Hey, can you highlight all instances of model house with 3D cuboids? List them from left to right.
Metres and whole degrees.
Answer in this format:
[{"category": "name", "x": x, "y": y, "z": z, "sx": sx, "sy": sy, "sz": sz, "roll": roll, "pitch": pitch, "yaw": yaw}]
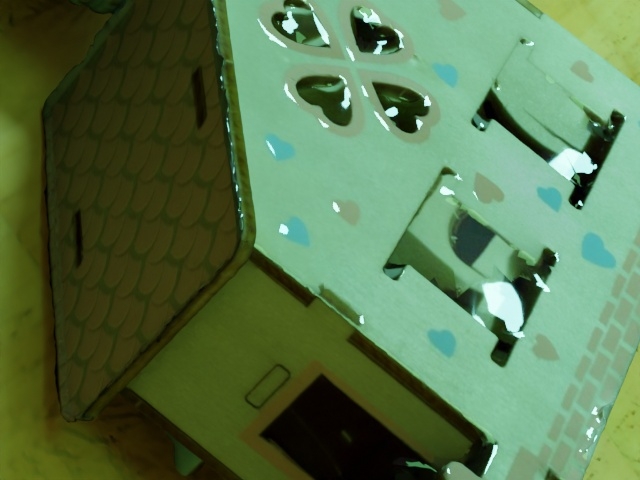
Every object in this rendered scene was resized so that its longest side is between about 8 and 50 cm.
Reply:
[{"category": "model house", "x": 0.000, "y": 0.000, "z": 0.769, "sx": 0.244, "sy": 0.169, "sz": 0.326, "roll": 41, "pitch": 43, "yaw": -7}]

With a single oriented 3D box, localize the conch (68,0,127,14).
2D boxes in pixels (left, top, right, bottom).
[{"category": "conch", "x": -0.073, "y": -0.151, "z": 0.829, "sx": 0.153, "sy": 0.102, "sz": 0.135, "roll": -31, "pitch": 65, "yaw": -11}]
